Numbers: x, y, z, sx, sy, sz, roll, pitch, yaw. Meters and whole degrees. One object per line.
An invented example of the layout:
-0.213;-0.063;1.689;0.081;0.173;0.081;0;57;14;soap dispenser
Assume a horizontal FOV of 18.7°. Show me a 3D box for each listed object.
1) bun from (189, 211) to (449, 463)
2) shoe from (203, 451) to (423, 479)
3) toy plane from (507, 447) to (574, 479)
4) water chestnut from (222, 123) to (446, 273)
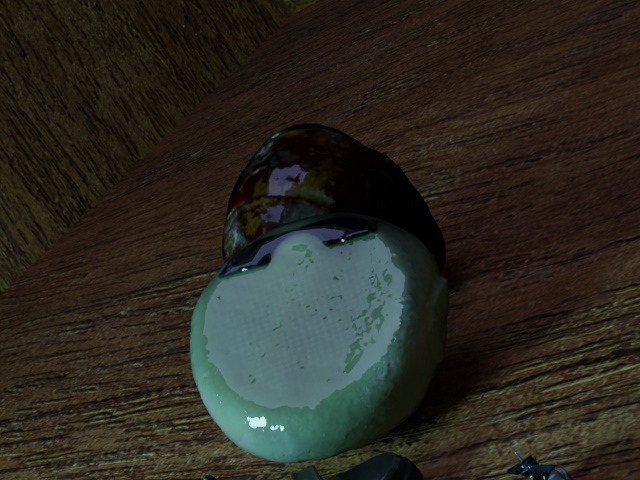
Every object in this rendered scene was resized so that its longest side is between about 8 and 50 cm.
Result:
0.014;0.120;2.079;0.293;0.187;0.293;-15;54;21;bun
-0.052;0.268;1.848;0.293;0.149;0.109;-38;14;-2;shoe
0.194;0.212;1.616;0.053;0.078;0.197;-39;1;0;toy plane
0.000;0.000;2.307;0.289;0.289;0.244;-41;35;-17;water chestnut
